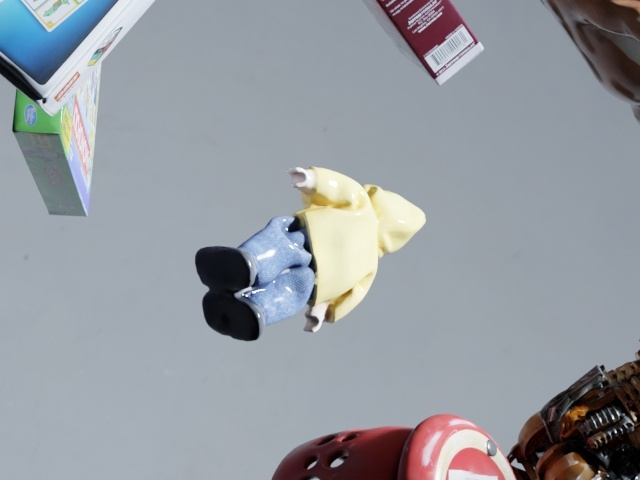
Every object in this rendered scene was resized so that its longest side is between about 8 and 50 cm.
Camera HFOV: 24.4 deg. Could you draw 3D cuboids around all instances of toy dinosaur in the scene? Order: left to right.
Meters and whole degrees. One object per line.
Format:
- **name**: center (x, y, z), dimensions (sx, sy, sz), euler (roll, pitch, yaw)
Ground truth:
- **toy dinosaur**: center (0.252, 0.202, 1.396), dimensions (0.218, 0.322, 0.164), euler (34, 41, -41)

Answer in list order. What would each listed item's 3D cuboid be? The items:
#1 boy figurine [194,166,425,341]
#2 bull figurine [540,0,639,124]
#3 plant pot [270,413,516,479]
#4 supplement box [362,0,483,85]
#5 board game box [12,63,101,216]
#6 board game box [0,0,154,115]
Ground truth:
- **boy figurine**: center (0.000, 0.000, 1.556), dimensions (0.285, 0.092, 0.177), euler (-29, 116, -42)
- **bull figurine**: center (0.179, -0.130, 0.804), dimensions (0.310, 0.188, 0.101), euler (33, 100, -40)
- **plant pot**: center (0.073, 0.254, 1.302), dimensions (0.191, 0.174, 0.191), euler (25, 57, -44)
- **supplement box**: center (0.077, -0.300, 1.688), dimensions (0.073, 0.130, 0.239), euler (-39, 121, 2)
- **board game box**: center (-0.253, -0.162, 1.458), dimensions (0.046, 0.317, 0.214), euler (3, 78, -4)
- **board game box**: center (-0.109, -0.239, 0.733), dimensions (0.193, 0.053, 0.305), euler (41, 85, -2)
